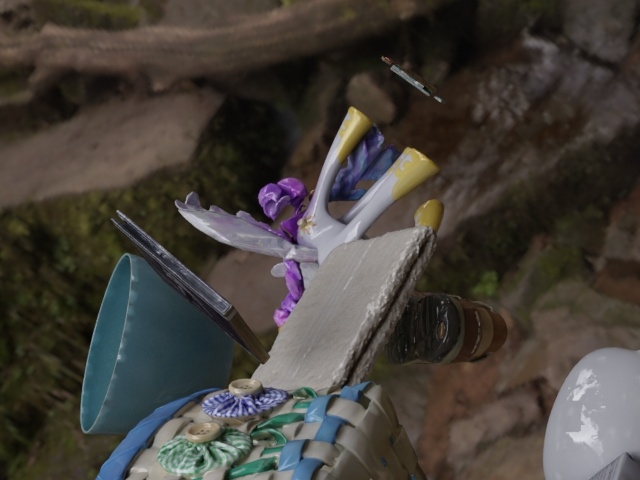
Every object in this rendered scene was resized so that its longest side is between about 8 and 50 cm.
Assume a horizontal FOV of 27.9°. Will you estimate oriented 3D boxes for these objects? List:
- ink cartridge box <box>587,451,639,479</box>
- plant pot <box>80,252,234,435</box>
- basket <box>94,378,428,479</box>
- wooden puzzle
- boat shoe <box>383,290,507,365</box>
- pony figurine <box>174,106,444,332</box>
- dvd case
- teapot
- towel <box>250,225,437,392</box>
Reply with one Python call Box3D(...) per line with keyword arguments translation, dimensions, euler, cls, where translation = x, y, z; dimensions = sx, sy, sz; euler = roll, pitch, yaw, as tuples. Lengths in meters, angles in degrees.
Box3D(translation=(0.263, 0.466, 1.575), dimensions=(0.395, 0.151, 0.270), euler=(-43, -4, 23), cls="ink cartridge box")
Box3D(translation=(-0.250, 0.182, 2.054), dimensions=(0.290, 0.196, 0.290), euler=(-166, 90, -73), cls="plant pot")
Box3D(translation=(-0.077, 0.207, 0.829), dimensions=(0.289, 0.201, 0.255), euler=(-25, 7, 19), cls="basket")
Box3D(translation=(0.098, -0.170, 1.350), dimensions=(0.006, 0.083, 0.049), euler=(-55, -5, 15), cls="wooden puzzle")
Box3D(translation=(0.179, 0.135, 1.907), dimensions=(0.324, 0.120, 0.122), euler=(-172, 88, -76), cls="boat shoe")
Box3D(translation=(0.000, 0.000, 1.827), dimensions=(0.363, 0.303, 0.351), euler=(-55, 36, 5), cls="pony figurine")
Box3D(translation=(-0.136, 0.055, 1.401), dimensions=(0.018, 0.164, 0.221), euler=(-49, -18, -8), cls="dvd case")
Box3D(translation=(0.428, 0.276, 1.723), dimensions=(0.187, 0.256, 0.252), euler=(17, 40, 36), cls="teapot")
Box3D(translation=(0.025, 0.101, 1.552), dimensions=(0.187, 0.049, 0.282), euler=(-13, 38, 51), cls="towel")
